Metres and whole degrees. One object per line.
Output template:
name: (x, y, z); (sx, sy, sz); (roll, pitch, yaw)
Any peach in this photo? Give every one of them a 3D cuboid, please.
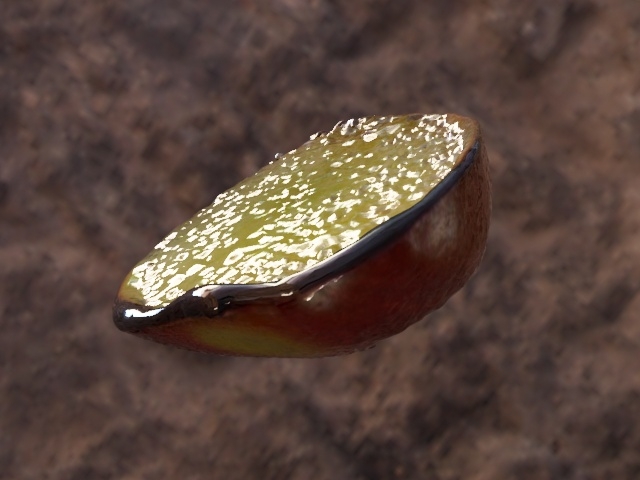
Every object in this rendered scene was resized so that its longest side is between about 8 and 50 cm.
peach: (0.001, 0.004, 0.914); (0.279, 0.189, 0.068); (-56, -52, -67)
